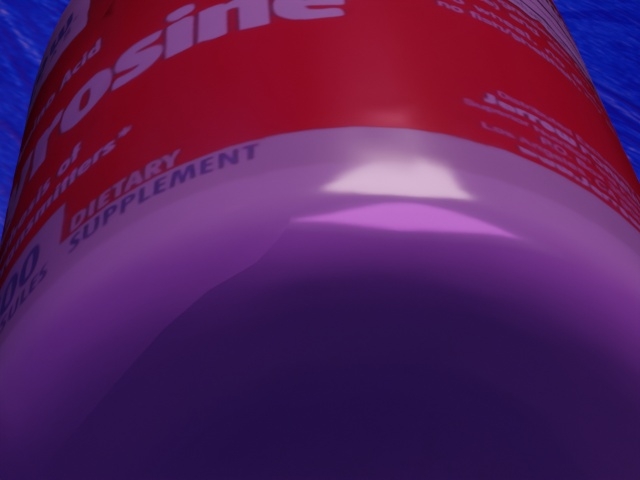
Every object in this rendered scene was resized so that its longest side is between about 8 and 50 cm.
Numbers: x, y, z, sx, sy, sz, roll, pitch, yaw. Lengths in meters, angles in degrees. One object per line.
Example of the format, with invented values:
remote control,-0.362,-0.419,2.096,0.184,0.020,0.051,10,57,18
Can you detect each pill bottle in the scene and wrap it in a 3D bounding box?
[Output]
pill bottle,0.000,0.000,0.694,0.229,0.229,0.407,12,26,-10
